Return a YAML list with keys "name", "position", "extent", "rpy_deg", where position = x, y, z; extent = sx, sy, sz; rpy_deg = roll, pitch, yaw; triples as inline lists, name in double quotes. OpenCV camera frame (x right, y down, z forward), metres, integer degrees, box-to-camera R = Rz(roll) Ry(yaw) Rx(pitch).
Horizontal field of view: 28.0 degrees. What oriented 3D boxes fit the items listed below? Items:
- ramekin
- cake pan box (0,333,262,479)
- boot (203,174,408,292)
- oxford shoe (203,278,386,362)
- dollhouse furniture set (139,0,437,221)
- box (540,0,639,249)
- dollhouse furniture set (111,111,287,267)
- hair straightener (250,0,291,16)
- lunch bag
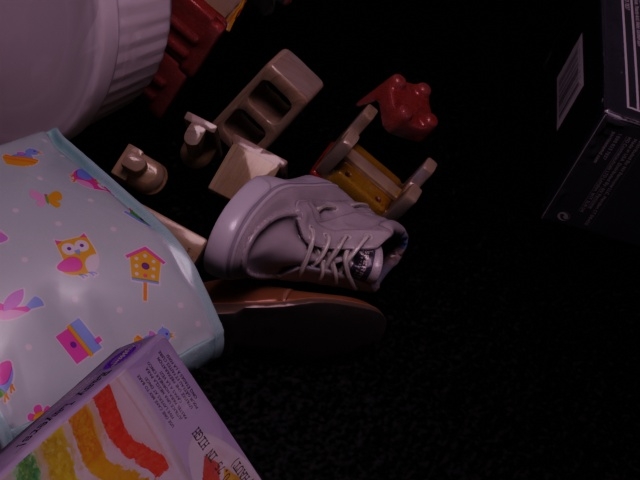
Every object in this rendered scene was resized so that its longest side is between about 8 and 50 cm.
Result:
- name: "ramekin"
  position: [-0.262, -0.230, 1.227]
  extent: [0.273, 0.273, 0.127]
  rpy_deg: [42, 35, 18]
- name: "cake pan box"
  position: [-0.128, 0.239, 0.883]
  extent: [0.246, 0.070, 0.267]
  rpy_deg: [-40, 104, -43]
- name: "boot"
  position: [0.000, 0.000, 1.173]
  extent: [0.123, 0.095, 0.258]
  rpy_deg: [25, 19, 16]
- name: "oxford shoe"
  position: [-0.043, 0.062, 1.169]
  extent: [0.212, 0.076, 0.076]
  rpy_deg: [5, 36, -20]
- name: "dollhouse furniture set"
  position: [-0.045, -0.174, 1.372]
  extent: [0.374, 0.152, 0.201]
  rpy_deg: [41, 43, -7]
- name: "box"
  position: [0.420, -0.132, 1.472]
  extent: [0.294, 0.182, 0.296]
  rpy_deg: [17, 45, -6]
- name: "dollhouse furniture set"
  position: [-0.131, -0.030, 1.251]
  extent: [0.144, 0.123, 0.151]
  rpy_deg: [28, 78, 5]
- name: "hair straightener"
  position: [-0.145, -0.333, 1.524]
  extent: [0.230, 0.047, 0.089]
  rpy_deg: [35, 44, 12]
- name: "lunch bag"
  position: [-0.234, 0.052, 1.034]
  extent: [0.223, 0.160, 0.262]
  rpy_deg: [-23, 55, -39]
